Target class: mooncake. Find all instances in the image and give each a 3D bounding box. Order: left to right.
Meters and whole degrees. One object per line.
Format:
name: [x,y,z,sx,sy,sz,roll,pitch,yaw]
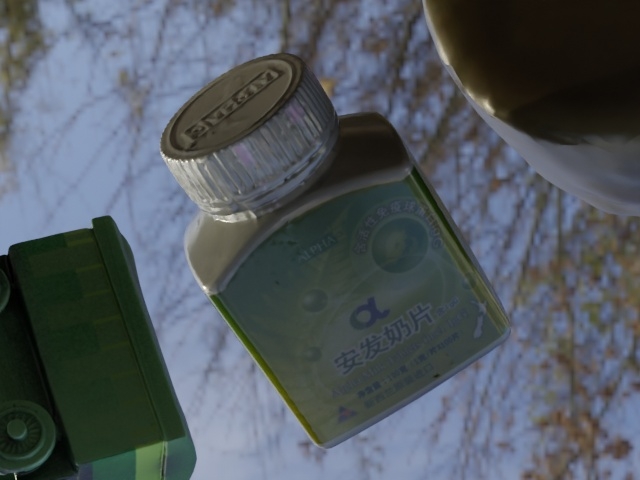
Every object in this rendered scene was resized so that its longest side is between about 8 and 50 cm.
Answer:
mooncake: [0.207,-0.155,0.949,0.284,0.284,0.155,14,171,30]

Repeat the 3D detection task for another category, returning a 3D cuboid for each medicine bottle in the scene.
medicine bottle: [0.000,0.000,0.890,0.132,0.188,0.088,-32,-151,4]

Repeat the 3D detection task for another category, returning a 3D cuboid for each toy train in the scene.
toy train: [-0.244,0.123,1.570,0.202,0.120,0.301,-13,-122,-16]
